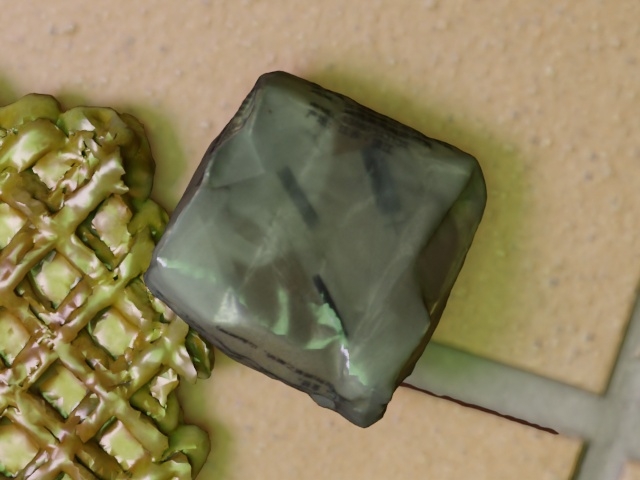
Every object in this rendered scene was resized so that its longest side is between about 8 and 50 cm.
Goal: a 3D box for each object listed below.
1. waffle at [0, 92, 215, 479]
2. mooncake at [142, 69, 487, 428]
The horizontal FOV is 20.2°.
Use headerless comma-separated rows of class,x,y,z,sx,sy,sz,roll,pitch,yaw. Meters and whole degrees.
waffle,-0.171,0.051,0.813,0.245,0.052,0.254,-6,97,-1
mooncake,0.000,0.000,0.781,0.125,0.073,0.130,31,71,-6
